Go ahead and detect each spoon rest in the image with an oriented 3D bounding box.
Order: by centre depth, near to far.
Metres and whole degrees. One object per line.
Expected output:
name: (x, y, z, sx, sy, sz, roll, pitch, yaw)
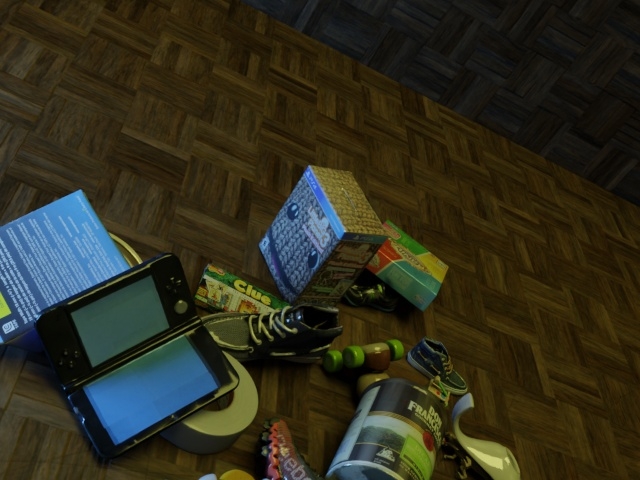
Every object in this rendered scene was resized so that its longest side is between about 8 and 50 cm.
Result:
spoon rest: (0.389, 0.491, 1.832, 0.276, 0.084, 0.137, 57, 16, -14)

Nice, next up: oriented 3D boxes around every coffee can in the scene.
coffee can: (0.137, 0.447, 1.599, 0.201, 0.201, 0.275, 35, 34, 1)

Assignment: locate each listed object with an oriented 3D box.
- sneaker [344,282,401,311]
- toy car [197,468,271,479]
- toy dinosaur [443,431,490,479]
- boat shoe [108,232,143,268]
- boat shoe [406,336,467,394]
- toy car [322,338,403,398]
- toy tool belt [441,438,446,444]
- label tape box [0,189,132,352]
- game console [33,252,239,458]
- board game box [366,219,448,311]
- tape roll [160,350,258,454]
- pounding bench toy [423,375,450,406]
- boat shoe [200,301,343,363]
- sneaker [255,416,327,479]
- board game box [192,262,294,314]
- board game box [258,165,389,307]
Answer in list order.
sneaker: (0.136, 0.140, 2.092, 0.188, 0.078, 0.067, 14, 38, -28)
toy car: (-0.151, 0.499, 1.341, 0.159, 0.136, 0.182, 13, 36, -19)
toy dinosaur: (0.349, 0.520, 1.826, 0.183, 0.053, 0.092, 47, 34, 18)
boat shoe: (-0.417, 0.101, 1.630, 0.324, 0.116, 0.096, 44, 31, 4)
boat shoe: (0.319, 0.327, 2.012, 0.183, 0.083, 0.065, 33, 33, -3)
toy car: (0.113, 0.339, 1.819, 0.155, 0.149, 0.188, -2, 77, -38)
toy tool belt: (0.258, 0.456, 1.841, 0.051, 0.052, 0.083, -19, 48, -7)
label tape box: (-0.556, 0.080, 1.506, 0.333, 0.106, 0.241, -28, 64, -20)
game console: (-0.332, 0.204, 1.430, 0.293, 0.250, 0.173, -27, 31, -26)
board game box: (0.240, 0.065, 2.223, 0.242, 0.064, 0.316, 38, 19, 4)
tape roll: (-0.238, 0.315, 1.554, 0.219, 0.072, 0.219, 23, 36, -18)
pounding bench toy: (0.292, 0.382, 1.920, 0.065, 0.083, 0.052, 35, 33, 1)
boat shoe: (-0.114, 0.191, 1.710, 0.340, 0.158, 0.127, 4, 55, -29)
sneaker: (-0.050, 0.464, 1.487, 0.135, 0.098, 0.276, 0, 45, -15)
board game box: (-0.172, 0.158, 1.848, 0.259, 0.030, 0.136, 28, 32, -11)
board game box: (0.000, 0.000, 1.956, 0.141, 0.291, 0.232, 5, 43, -37)
